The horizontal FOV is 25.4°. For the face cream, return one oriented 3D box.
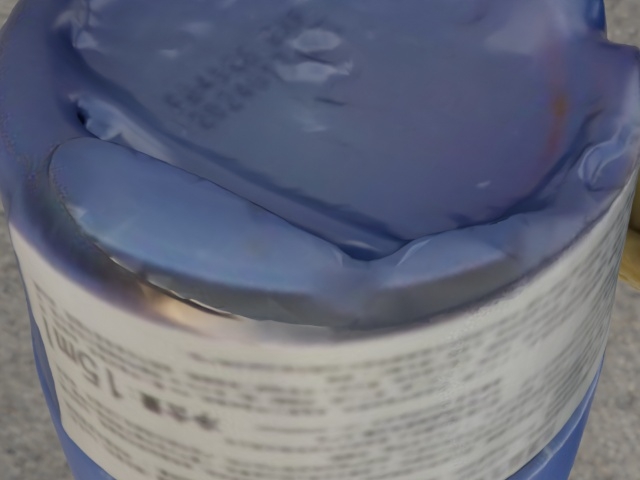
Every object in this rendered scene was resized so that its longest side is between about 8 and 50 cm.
[{"bbox_3d":[0.000,0.000,0.583,0.249,0.249,0.225,-37,150,-27],"label":"face cream"}]

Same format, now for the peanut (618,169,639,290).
[{"bbox_3d":[0.212,-0.007,0.741,0.103,0.229,0.098,-23,136,-42],"label":"peanut"}]
